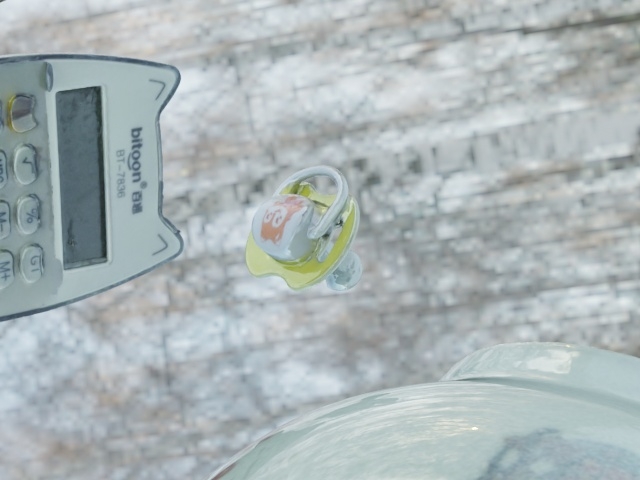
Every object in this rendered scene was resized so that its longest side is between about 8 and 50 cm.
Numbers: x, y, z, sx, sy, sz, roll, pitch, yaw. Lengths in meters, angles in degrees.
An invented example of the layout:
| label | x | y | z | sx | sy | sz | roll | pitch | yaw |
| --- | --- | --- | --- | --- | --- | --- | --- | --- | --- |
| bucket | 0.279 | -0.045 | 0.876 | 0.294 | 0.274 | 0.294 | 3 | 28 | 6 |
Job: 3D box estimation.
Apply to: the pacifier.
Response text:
| label | x | y | z | sx | sy | sz | roll | pitch | yaw |
| --- | --- | --- | --- | --- | --- | --- | --- | --- | --- |
| pacifier | 0.000 | 0.000 | 0.912 | 0.064 | 0.083 | 0.068 | 40 | -105 | -35 |

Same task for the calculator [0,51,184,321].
| label | x | y | z | sx | sy | sz | roll | pitch | yaw |
| --- | --- | --- | --- | --- | --- | --- | --- | --- | --- |
| calculator | -0.210 | -0.032 | 1.111 | 0.268 | 0.040 | 0.177 | -12 | -67 | -34 |

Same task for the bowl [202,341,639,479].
| label | x | y | z | sx | sy | sz | roll | pitch | yaw |
| --- | --- | --- | --- | --- | --- | --- | --- | --- | --- |
| bowl | 0.109 | 0.171 | 0.757 | 0.435 | 0.435 | 0.196 | 56 | -131 | -49 |

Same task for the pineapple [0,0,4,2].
| label | x | y | z | sx | sy | sz | roll | pitch | yaw |
| --- | --- | --- | --- | --- | --- | --- | --- | --- | --- |
| pineapple | -0.101 | -0.235 | 0.506 | 0.361 | 0.175 | 0.175 | -62 | -11 | 19 |
